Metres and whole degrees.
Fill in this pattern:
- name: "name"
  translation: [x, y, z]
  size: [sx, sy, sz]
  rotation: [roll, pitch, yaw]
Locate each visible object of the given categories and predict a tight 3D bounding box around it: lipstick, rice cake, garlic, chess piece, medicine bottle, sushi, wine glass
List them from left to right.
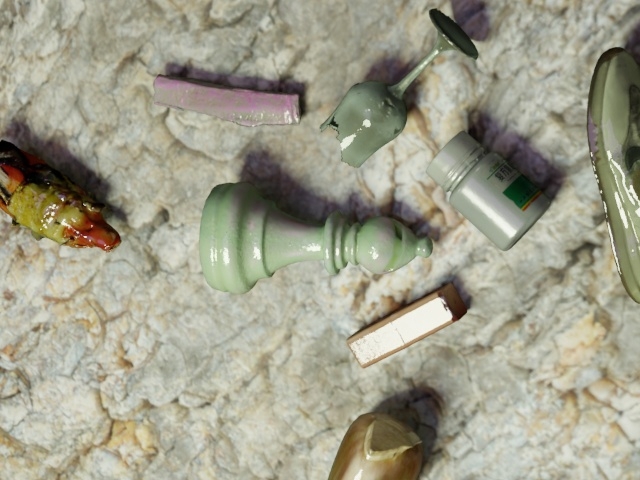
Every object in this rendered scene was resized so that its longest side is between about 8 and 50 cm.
- name: "sushi"
  translation: [-0.362, -0.043, 1.537]
  size: [0.226, 0.103, 0.097]
  rotation: [34, 87, 16]
- name: "rice cake"
  translation: [-0.115, -0.175, 1.421]
  size: [0.207, 0.036, 0.047]
  rotation: [13, 118, 21]
- name: "chess piece"
  translation: [0.000, 0.000, 1.375]
  size: [0.272, 0.139, 0.139]
  rotation: [2, 104, 13]
- name: "garlic"
  translation: [0.046, 0.319, 1.408]
  size: [0.128, 0.148, 0.266]
  rotation: [39, 119, 45]
- name: "wine glass"
  translation: [0.086, -0.170, 1.306]
  size: [0.079, 0.079, 0.195]
  rotation: [49, 116, 6]
- name: "lipstick"
  translation: [0.104, 0.104, 1.384]
  size: [0.145, 0.045, 0.045]
  rotation: [-31, 91, 27]
- name: "medicine bottle"
  translation: [0.187, -0.058, 1.286]
  size: [0.130, 0.080, 0.080]
  rotation: [44, 116, 9]

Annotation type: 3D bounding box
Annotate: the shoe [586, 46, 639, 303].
- name: "shoe"
  translation: [0.348, -0.071, 1.202]
  size: [0.098, 0.103, 0.275]
  rotation: [-11, 104, 25]
